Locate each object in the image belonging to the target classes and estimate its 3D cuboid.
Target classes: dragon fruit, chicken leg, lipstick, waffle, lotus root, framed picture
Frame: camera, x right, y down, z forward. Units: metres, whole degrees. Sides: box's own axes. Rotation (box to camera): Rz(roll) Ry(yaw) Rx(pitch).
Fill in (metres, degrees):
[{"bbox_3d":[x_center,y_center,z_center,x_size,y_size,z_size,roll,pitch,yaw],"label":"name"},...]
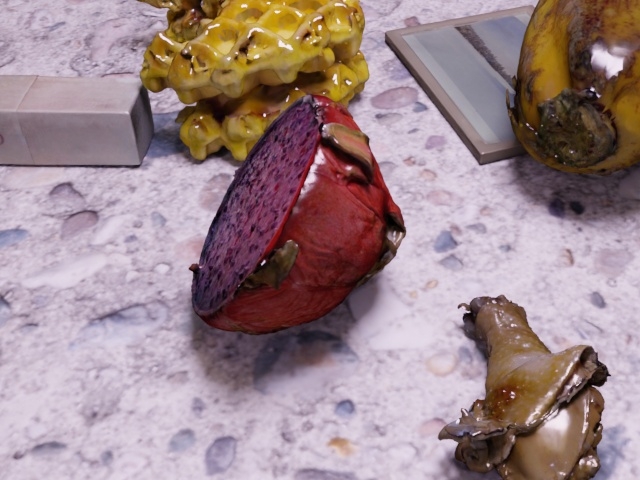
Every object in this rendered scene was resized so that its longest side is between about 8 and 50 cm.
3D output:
[{"bbox_3d":[-0.001,-0.002,0.755,0.148,0.224,0.218,30,63,-20],"label":"dragon fruit"},{"bbox_3d":[0.159,0.109,0.676,0.125,0.080,0.196,-3,39,19],"label":"chicken leg"},{"bbox_3d":[-0.380,-0.136,0.980,0.372,0.076,0.079,2,40,6],"label":"lipstick"},{"bbox_3d":[-0.082,-0.240,1.032,0.261,0.151,0.324,-12,44,-4],"label":"waffle"},{"bbox_3d":[0.312,-0.218,0.914,0.196,0.179,0.397,-13,33,44],"label":"lotus root"},{"bbox_3d":[0.227,-0.200,1.059,0.213,0.016,0.289,-13,43,-11],"label":"framed picture"}]
